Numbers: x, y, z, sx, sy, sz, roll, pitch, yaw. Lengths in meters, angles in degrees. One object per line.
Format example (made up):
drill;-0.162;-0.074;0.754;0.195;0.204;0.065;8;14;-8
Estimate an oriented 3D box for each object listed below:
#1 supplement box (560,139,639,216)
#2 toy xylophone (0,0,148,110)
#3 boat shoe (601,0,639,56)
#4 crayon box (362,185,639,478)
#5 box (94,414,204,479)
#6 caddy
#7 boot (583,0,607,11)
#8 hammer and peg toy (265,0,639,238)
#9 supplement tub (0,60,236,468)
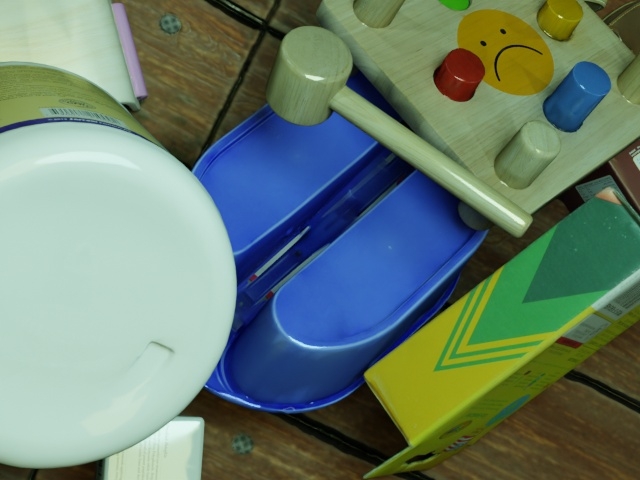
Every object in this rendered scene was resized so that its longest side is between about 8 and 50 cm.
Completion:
supplement box;0.370;-0.062;1.266;0.191;0.129;0.194;-35;94;-16
toy xylophone;-0.318;-0.175;1.109;0.322;0.081;0.236;-6;86;-16
boat shoe;0.301;-0.189;1.295;0.178;0.060;0.064;-44;96;-15
crayon box;0.172;0.092;1.114;0.318;0.202;0.081;-39;70;12
box;-0.155;0.205;1.105;0.087;0.102;0.101;5;82;-13
caddy;0.000;0.000;1.129;0.241;0.179;0.341;46;61;7
boot;0.195;-0.195;1.259;0.213;0.077;0.165;-1;84;-11
hammer and peg toy;0.126;-0.128;1.054;0.361;0.127;0.266;-33;77;-35
supplement tub;-0.219;-0.003;0.939;0.241;0.331;0.241;-7;110;-20
